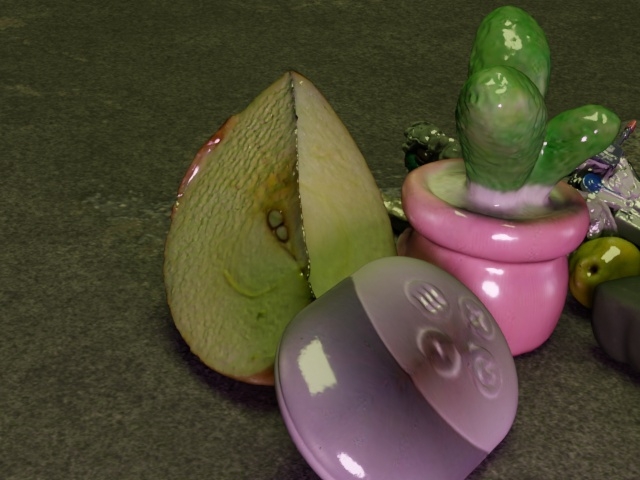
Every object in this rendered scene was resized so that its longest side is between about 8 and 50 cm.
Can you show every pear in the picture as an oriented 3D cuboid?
[{"bbox_3d":[0.333,0.040,1.889,0.092,0.092,0.097,25,-6,36],"label":"pear"}]

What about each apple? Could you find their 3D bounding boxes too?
[{"bbox_3d":[-0.037,0.002,1.731,0.254,0.179,0.346,0,58,-13],"label":"apple"}]

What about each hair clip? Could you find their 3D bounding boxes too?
[{"bbox_3d":[0.219,-0.038,2.003,0.321,0.138,0.091,25,62,34],"label":"hair clip"}]

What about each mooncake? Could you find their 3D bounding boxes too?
[{"bbox_3d":[0.386,0.083,1.782,0.175,0.104,0.168,2,29,1],"label":"mooncake"}]

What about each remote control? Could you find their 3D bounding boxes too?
[{"bbox_3d":[0.078,0.133,1.555,0.221,0.103,0.332,51,39,4],"label":"remote control"}]

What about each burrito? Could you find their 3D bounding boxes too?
[{"bbox_3d":[0.072,-0.045,2.061,0.171,0.042,0.051,24,1,25],"label":"burrito"}]

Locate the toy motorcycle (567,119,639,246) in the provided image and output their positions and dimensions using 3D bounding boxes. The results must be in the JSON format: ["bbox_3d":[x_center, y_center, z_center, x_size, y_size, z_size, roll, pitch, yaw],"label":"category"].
[{"bbox_3d":[0.422,-0.057,2.063,0.221,0.102,0.150,31,57,11],"label":"toy motorcycle"}]

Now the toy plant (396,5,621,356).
[{"bbox_3d":[0.192,-0.048,1.747,0.210,0.356,0.317,16,25,5],"label":"toy plant"}]
